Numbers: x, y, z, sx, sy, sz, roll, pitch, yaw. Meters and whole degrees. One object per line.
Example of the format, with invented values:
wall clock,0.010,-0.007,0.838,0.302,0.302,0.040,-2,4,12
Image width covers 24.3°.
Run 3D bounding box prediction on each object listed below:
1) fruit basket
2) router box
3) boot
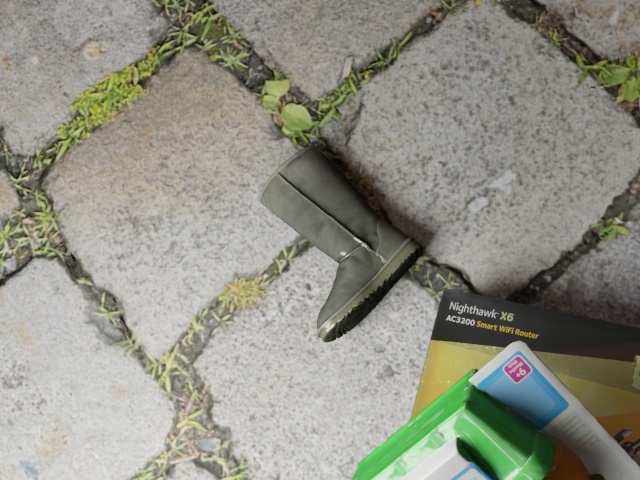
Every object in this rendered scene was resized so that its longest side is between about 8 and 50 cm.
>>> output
fruit basket,0.208,0.331,1.585,0.327,0.165,0.353,-41,89,21
router box,0.265,0.207,1.723,0.308,0.081,0.243,11,76,16
boot,-0.001,0.002,1.856,0.208,0.076,0.189,40,71,14
